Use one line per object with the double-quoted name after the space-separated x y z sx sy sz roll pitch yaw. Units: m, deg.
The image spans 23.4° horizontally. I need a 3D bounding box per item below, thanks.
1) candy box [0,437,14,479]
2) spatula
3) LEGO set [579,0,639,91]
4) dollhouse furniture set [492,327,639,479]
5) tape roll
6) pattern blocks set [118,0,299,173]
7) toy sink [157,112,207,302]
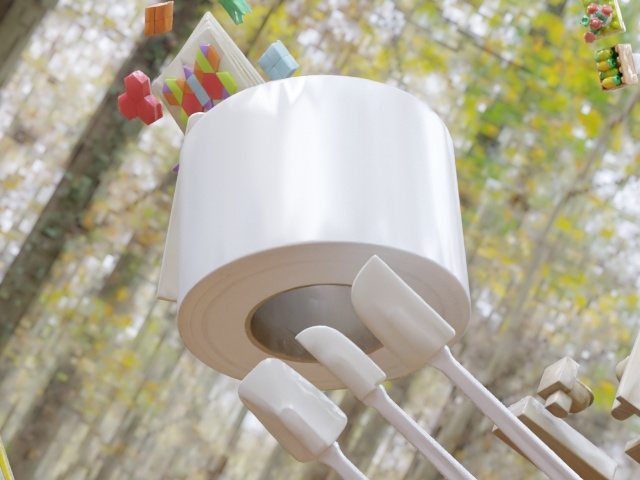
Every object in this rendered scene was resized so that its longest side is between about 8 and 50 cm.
-0.296 0.203 1.230 0.027 0.105 0.205 169 -97 -82 "candy box"
0.070 0.149 1.164 0.242 0.168 0.019 45 17 -2 "spatula"
0.322 -0.312 1.693 0.132 0.287 0.107 21 8 18 "LEGO set"
0.279 0.152 1.479 0.144 0.123 0.151 38 -43 -10 "dollhouse furniture set"
0.000 0.000 1.313 0.246 0.169 0.246 -2 -34 -1 "tape roll"
-0.160 -0.210 2.150 0.285 0.026 0.325 46 -44 15 "pattern blocks set"
-0.099 -0.027 1.915 0.153 0.234 0.131 9 -2 6 "toy sink"
